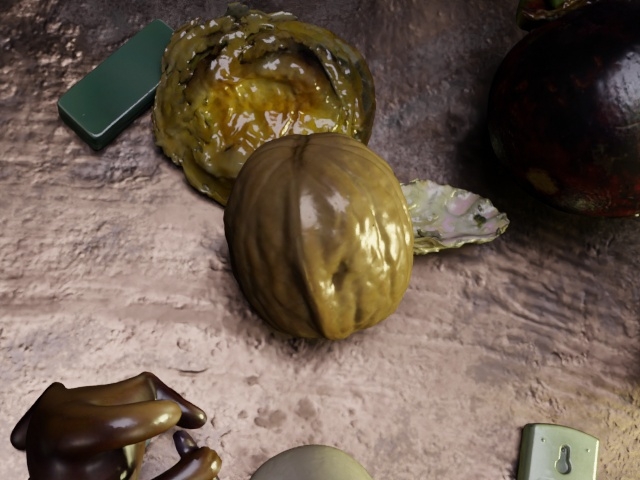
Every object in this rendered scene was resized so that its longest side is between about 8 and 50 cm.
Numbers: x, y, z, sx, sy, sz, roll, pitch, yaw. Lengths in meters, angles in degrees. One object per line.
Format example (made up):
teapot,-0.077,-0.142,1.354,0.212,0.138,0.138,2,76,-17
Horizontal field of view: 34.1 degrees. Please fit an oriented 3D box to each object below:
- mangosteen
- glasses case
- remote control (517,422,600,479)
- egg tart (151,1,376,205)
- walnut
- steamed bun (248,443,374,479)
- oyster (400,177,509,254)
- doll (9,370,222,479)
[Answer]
mangosteen,0.353,-0.201,1.302,0.306,0.306,0.360,-24,112,-17
glasses case,-0.250,-0.204,1.354,0.078,0.039,0.184,43,70,6
remote control,0.282,0.342,1.268,0.098,0.038,0.234,14,69,-6
egg tart,-0.069,-0.174,1.323,0.297,0.132,0.297,0,87,-8
walnut,0.000,0.000,1.228,0.224,0.225,0.261,-23,118,-16
steamed bun,0.007,0.340,1.171,0.177,0.131,0.228,-16,73,-16
oyster,0.139,-0.019,1.348,0.209,0.072,0.133,-9,44,-27
doll,-0.196,0.302,1.112,0.209,0.317,0.340,-6,80,-51
